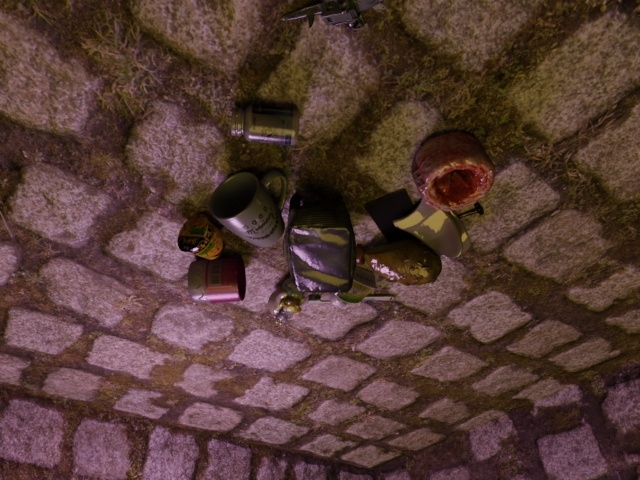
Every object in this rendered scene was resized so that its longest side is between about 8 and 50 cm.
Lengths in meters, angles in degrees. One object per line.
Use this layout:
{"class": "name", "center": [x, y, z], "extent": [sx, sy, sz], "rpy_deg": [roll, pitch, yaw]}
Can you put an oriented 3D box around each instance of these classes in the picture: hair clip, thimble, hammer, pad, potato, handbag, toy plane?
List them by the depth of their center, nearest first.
{"class": "toy plane", "center": [0.027, -0.562, 1.180], "extent": [0.262, 0.088, 0.192], "rpy_deg": [-13, 164, 17]}
{"class": "thimble", "center": [0.412, -0.217, 1.517], "extent": [0.239, 0.162, 0.239], "rpy_deg": [-2, 140, -2]}
{"class": "handbag", "center": [0.000, 0.000, 1.660], "extent": [0.248, 0.240, 0.340], "rpy_deg": [-1, 130, 4]}
{"class": "hair clip", "center": [0.427, -0.041, 1.740], "extent": [0.282, 0.113, 0.172], "rpy_deg": [43, 121, -2]}
{"class": "hammer", "center": [0.506, -0.089, 1.761], "extent": [0.178, 0.021, 0.065], "rpy_deg": [-20, 134, 22]}
{"class": "pad", "center": [0.285, -0.078, 1.773], "extent": [0.160, 0.009, 0.265], "rpy_deg": [-22, 135, 20]}
{"class": "potato", "center": [0.308, 0.079, 1.812], "extent": [0.298, 0.141, 0.175], "rpy_deg": [8, 106, 11]}

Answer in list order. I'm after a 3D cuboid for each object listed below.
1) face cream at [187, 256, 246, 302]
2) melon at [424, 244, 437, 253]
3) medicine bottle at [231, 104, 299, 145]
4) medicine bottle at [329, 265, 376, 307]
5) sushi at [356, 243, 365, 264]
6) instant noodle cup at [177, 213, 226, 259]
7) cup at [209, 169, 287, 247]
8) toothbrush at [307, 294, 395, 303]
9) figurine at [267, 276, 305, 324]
{"class": "face cream", "center": [-0.400, 0.155, 1.877], "extent": [0.195, 0.175, 0.175], "rpy_deg": [-2, 137, 2]}
{"class": "melon", "center": [0.423, 0.054, 1.891], "extent": [0.098, 0.054, 0.182], "rpy_deg": [-2, 133, -6]}
{"class": "medicine bottle", "center": [-0.160, -0.337, 1.400], "extent": [0.192, 0.107, 0.107], "rpy_deg": [4, 137, -6]}
{"class": "medicine bottle", "center": [0.124, 0.198, 2.005], "extent": [0.132, 0.088, 0.188], "rpy_deg": [23, 131, -25]}
{"class": "sushi", "center": [0.152, 0.060, 1.887], "extent": [0.050, 0.047, 0.099], "rpy_deg": [-30, 136, -35]}
{"class": "instant noodle cup", "center": [-0.422, -0.005, 1.735], "extent": [0.152, 0.151, 0.122], "rpy_deg": [-23, 143, 22]}
{"class": "cup", "center": [-0.201, -0.114, 1.617], "extent": [0.258, 0.186, 0.234], "rpy_deg": [-41, 139, 1]}
{"class": "toothbrush", "center": [0.138, 0.260, 2.109], "extent": [0.387, 0.040, 0.040], "rpy_deg": [0, 137, -3]}
{"class": "figurine", "center": [-0.120, 0.222, 1.983], "extent": [0.127, 0.155, 0.235], "rpy_deg": [29, 125, -12]}
